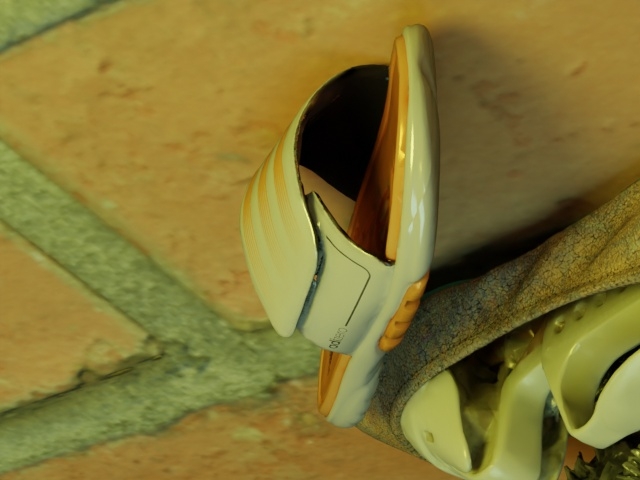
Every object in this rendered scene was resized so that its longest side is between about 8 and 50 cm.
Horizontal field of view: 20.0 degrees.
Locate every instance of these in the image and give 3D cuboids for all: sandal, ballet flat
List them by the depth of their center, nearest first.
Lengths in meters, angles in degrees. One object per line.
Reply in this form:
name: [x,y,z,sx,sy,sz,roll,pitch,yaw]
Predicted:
sandal: [0.000,0.009,0.808,0.076,0.102,0.265,5,146,-6]
ballet flat: [0.108,0.059,0.860,0.108,0.106,0.316,23,141,-24]

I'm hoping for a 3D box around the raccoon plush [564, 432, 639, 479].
raccoon plush: [0.179,0.193,0.820,0.216,0.446,0.299,38,143,10]
